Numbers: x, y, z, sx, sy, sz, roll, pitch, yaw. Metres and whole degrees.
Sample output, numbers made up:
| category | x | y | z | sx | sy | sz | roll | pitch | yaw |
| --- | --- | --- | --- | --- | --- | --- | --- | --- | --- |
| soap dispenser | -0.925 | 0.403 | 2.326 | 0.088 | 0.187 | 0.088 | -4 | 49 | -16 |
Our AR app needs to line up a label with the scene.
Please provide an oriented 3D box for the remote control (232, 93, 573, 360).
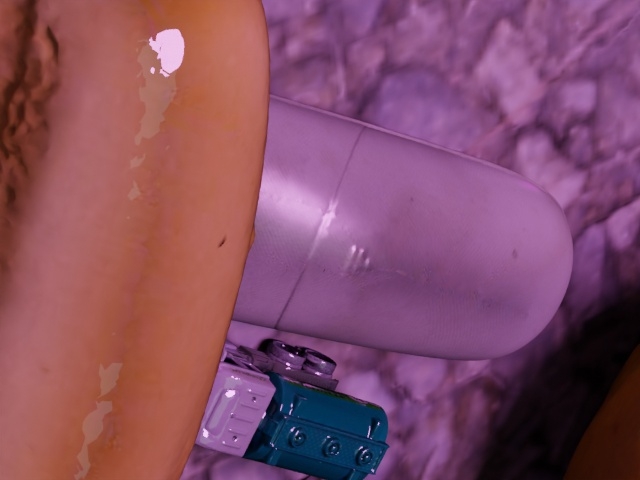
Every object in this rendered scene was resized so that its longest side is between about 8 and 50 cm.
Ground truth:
| category | x | y | z | sx | sy | sz | roll | pitch | yaw |
| --- | --- | --- | --- | --- | --- | --- | --- | --- | --- |
| remote control | 0.000 | 0.000 | 0.585 | 0.229 | 0.044 | 0.073 | 14 | 109 | -41 |

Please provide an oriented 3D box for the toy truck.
| category | x | y | z | sx | sy | sz | roll | pitch | yaw |
| --- | --- | --- | --- | --- | --- | --- | --- | --- | --- |
| toy truck | -0.018 | 0.055 | 0.604 | 0.083 | 0.044 | 0.039 | 21 | 98 | -43 |

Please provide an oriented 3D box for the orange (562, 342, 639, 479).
| category | x | y | z | sx | sy | sz | roll | pitch | yaw |
| --- | --- | --- | --- | --- | --- | --- | --- | --- | --- |
| orange | 0.222 | 0.122 | 0.669 | 0.279 | 0.279 | 0.235 | 11 | 119 | -41 |

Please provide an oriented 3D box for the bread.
| category | x | y | z | sx | sy | sz | roll | pitch | yaw |
| --- | --- | --- | --- | --- | --- | --- | --- | --- | --- |
| bread | -0.085 | 0.004 | 0.463 | 0.098 | 0.147 | 0.217 | -21 | 134 | -63 |
